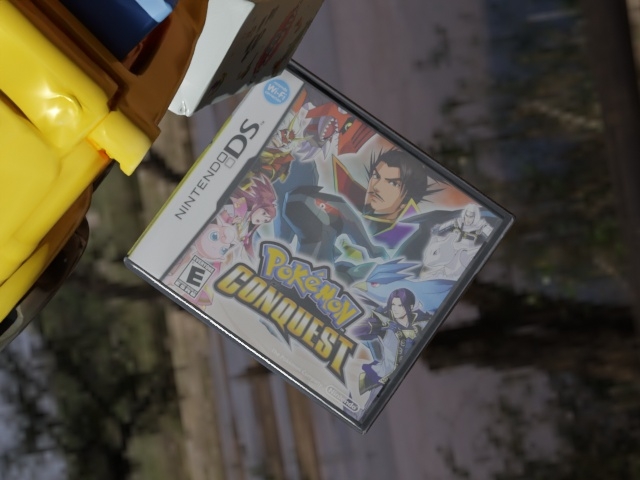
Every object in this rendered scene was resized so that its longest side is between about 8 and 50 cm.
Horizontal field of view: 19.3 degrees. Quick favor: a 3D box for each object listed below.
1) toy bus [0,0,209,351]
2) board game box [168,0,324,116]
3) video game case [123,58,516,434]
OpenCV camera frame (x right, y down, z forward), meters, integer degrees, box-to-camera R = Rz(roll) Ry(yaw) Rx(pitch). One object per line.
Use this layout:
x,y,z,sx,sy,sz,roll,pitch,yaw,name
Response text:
-0.110,-0.085,0.698,0.149,0.211,0.220,42,-157,-13,toy bus
-0.130,-0.197,1.359,0.097,0.224,0.303,-59,-3,14,board game box
0.000,0.000,1.745,0.275,0.248,0.035,35,170,4,video game case
